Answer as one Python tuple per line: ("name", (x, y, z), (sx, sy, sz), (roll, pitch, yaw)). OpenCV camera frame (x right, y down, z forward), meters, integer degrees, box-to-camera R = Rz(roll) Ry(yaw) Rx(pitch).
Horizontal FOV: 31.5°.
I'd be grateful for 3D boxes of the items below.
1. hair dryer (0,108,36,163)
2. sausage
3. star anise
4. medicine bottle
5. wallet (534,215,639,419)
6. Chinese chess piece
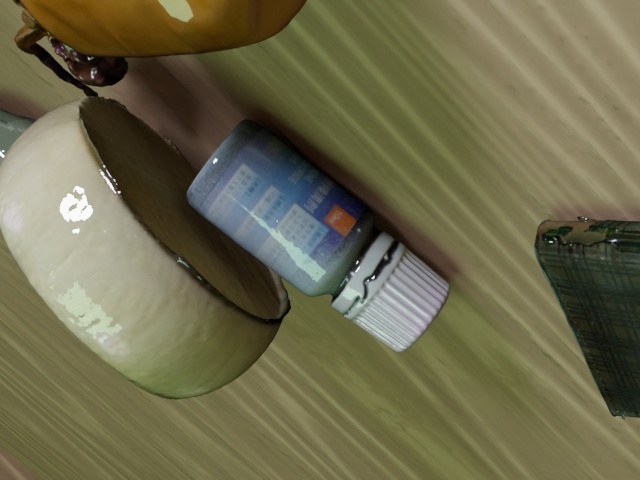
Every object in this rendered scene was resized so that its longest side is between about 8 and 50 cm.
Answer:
("hair dryer", (-0.319, -0.085, 1.136), (0.219, 0.088, 0.225), (41, 169, 6))
("sausage", (-0.106, -0.174, 0.657), (0.241, 0.120, 0.136), (4, 125, 48))
("star anise", (-0.188, -0.154, 0.841), (0.097, 0.070, 0.191), (51, 176, 26))
("medicine bottle", (0.000, 0.000, 0.851), (0.203, 0.083, 0.083), (39, 154, -3))
("wallet", (0.281, 0.055, 0.650), (0.317, 0.044, 0.169), (2, 134, 47))
("Chinese chess piece", (-0.134, 0.003, 0.875), (0.250, 0.103, 0.250), (48, -169, -13))
